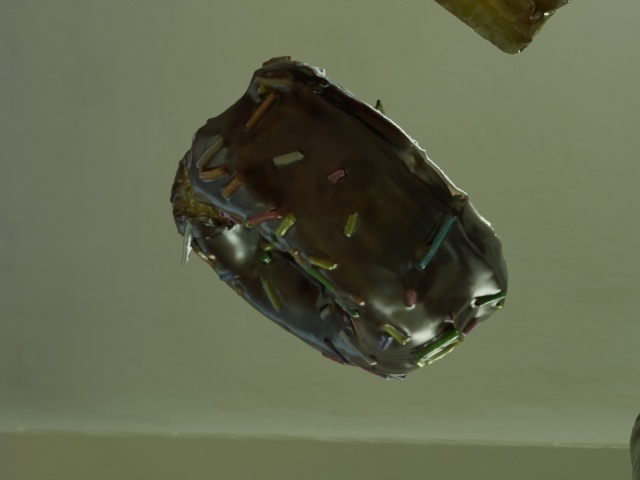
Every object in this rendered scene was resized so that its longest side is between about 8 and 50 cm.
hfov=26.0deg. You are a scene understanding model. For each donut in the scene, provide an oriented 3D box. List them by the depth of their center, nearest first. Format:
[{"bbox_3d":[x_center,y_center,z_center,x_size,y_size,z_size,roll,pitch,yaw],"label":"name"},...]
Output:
[{"bbox_3d":[0.001,-0.001,0.824,0.096,0.216,0.230,-52,-161,-20],"label":"donut"}]

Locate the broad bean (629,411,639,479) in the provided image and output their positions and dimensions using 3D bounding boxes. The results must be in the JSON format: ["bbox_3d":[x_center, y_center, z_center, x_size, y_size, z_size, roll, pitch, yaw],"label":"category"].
[{"bbox_3d":[0.211,0.149,0.763,0.077,0.339,0.061,-30,-85,15],"label":"broad bean"}]

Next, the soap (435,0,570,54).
[{"bbox_3d":[0.046,-0.228,0.689,0.257,0.080,0.160,36,-44,-6],"label":"soap"}]
